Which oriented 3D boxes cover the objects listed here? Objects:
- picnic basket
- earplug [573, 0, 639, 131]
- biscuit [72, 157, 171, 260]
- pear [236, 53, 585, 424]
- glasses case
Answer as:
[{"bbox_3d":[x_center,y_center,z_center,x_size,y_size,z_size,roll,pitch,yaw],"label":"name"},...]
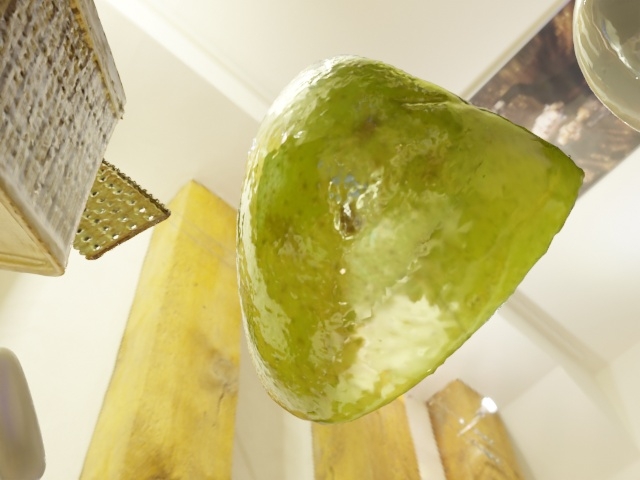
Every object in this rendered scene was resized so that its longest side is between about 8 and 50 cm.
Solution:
[{"bbox_3d":[-0.313,-0.119,0.459,0.313,0.228,0.175,9,-116,4],"label":"picnic basket"},{"bbox_3d":[0.324,-0.183,0.456,0.175,0.326,0.214,7,-104,-37],"label":"earplug"},{"bbox_3d":[-0.316,-0.050,0.982,0.203,0.016,0.144,33,-127,32],"label":"biscuit"},{"bbox_3d":[-0.002,-0.001,0.501,0.139,0.239,0.288,27,180,-28],"label":"pear"},{"bbox_3d":[-0.418,0.234,0.935,0.074,0.049,0.193,-4,-108,-57],"label":"glasses case"}]
